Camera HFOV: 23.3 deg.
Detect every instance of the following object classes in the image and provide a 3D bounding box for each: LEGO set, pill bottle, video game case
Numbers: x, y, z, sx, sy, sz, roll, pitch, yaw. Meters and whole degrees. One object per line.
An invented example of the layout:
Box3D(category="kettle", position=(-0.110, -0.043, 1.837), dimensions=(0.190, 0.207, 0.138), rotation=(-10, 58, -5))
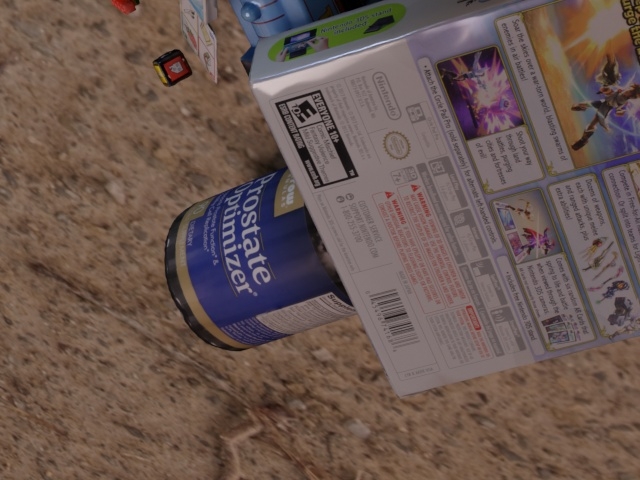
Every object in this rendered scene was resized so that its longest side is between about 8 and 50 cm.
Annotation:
Box3D(category="LEGO set", position=(-0.134, -0.190, 1.053), dimensions=(0.182, 0.060, 0.244), rotation=(57, 168, 13))
Box3D(category="pill bottle", position=(0.000, 0.000, 1.151), dimensions=(0.219, 0.123, 0.123), rotation=(-20, 116, 35))
Box3D(category="video game case", position=(0.119, -0.040, 0.984), dimensions=(0.244, 0.061, 0.269), rotation=(-15, 124, 16))

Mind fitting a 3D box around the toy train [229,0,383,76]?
Box3D(category="toy train", position=(-0.014, -0.162, 1.011), dimensions=(0.080, 0.105, 0.184), rotation=(3, 132, 39))
